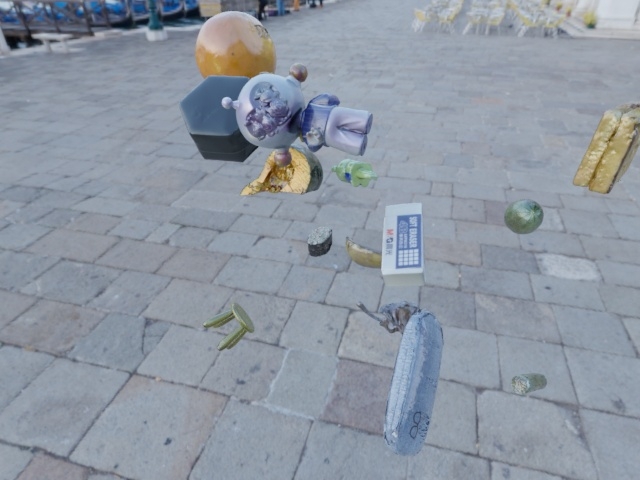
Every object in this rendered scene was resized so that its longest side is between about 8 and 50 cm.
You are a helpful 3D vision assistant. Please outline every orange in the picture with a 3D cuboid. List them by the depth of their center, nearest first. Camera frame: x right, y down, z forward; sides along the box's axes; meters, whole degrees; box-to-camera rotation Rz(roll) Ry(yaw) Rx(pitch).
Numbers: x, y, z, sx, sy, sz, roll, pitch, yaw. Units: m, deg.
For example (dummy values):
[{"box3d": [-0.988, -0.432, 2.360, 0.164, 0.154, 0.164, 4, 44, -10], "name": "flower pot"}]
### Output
[{"box3d": [-0.313, -0.690, 1.589, 0.312, 0.312, 0.312, 0, 32, 0], "name": "orange"}]

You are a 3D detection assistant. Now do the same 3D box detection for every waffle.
[{"box3d": [0.833, -0.267, 1.192, 0.098, 0.224, 0.327, 29, 36, 31], "name": "waffle"}]

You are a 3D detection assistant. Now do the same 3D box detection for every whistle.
[{"box3d": [0.122, -0.226, 1.421, 0.105, 0.085, 0.227, -3, 16, -25], "name": "whistle"}]

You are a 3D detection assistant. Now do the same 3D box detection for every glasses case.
[{"box3d": [0.190, 0.282, 0.854, 0.067, 0.109, 0.282, -4, 58, 45], "name": "glasses case"}]

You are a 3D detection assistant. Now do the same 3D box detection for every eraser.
[{"box3d": [0.262, 0.010, 1.323, 0.124, 0.081, 0.279, -5, 49, 18], "name": "eraser"}]

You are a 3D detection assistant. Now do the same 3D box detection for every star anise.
[{"box3d": [0.350, 0.311, 1.691, 0.359, 0.316, 0.139, 37, 57, -3], "name": "star anise"}]

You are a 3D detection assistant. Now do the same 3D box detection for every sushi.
[{"box3d": [0.000, 0.000, 1.678, 0.090, 0.078, 0.150, 2, 28, 20], "name": "sushi"}]

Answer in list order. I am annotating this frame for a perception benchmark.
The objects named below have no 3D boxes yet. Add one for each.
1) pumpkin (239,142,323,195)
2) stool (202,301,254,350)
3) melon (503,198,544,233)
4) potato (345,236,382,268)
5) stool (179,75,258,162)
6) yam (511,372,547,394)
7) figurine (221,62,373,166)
[{"box3d": [-0.120, -0.202, 1.478, 0.190, 0.280, 0.139, 46, 22, 4], "name": "pumpkin"}, {"box3d": [-0.274, 0.262, 1.286, 0.110, 0.135, 0.134, -34, 33, -2], "name": "stool"}, {"box3d": [0.664, -0.078, 1.386, 0.114, 0.114, 0.167, 9, -6, 14], "name": "melon"}, {"box3d": [0.202, 0.078, 1.860, 0.261, 0.100, 0.120, 24, 12, 18], "name": "potato"}, {"box3d": [-0.260, -0.334, 1.173, 0.232, 0.141, 0.232, -3, 65, 5], "name": "stool"}, {"box3d": [0.587, 0.400, 1.192, 0.132, 0.054, 0.054, 10, 20, -40], "name": "yam"}, {"box3d": [-0.042, -0.228, 0.833, 0.274, 0.194, 0.133, 37, 20, 4], "name": "figurine"}]
